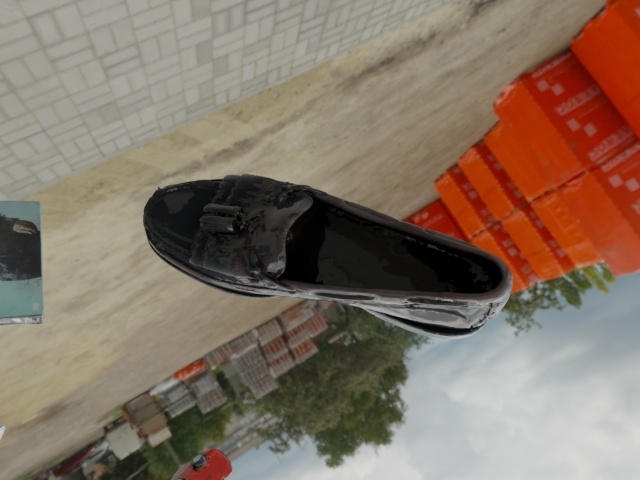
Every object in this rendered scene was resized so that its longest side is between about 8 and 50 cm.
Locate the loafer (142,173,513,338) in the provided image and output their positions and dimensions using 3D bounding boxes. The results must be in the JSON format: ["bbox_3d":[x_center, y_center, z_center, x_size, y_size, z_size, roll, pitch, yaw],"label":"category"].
[{"bbox_3d":[0.000,0.000,0.416,0.095,0.303,0.108,93,12,-73],"label":"loafer"}]

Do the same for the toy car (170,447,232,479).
[{"bbox_3d":[-0.245,0.379,0.677,0.225,0.238,0.053,26,156,-32],"label":"toy car"}]

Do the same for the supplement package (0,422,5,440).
[{"bbox_3d":[-0.362,0.229,0.316,0.292,0.178,0.175,-63,178,15],"label":"supplement package"}]

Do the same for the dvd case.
[{"bbox_3d":[-0.233,0.013,0.312,0.120,0.087,0.013,-2,149,-26],"label":"dvd case"}]
